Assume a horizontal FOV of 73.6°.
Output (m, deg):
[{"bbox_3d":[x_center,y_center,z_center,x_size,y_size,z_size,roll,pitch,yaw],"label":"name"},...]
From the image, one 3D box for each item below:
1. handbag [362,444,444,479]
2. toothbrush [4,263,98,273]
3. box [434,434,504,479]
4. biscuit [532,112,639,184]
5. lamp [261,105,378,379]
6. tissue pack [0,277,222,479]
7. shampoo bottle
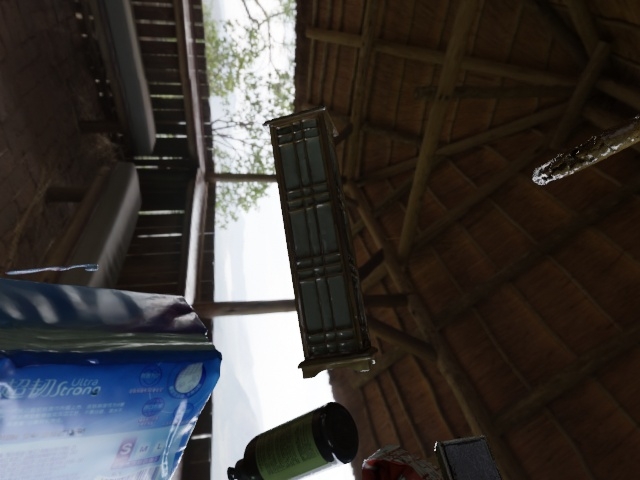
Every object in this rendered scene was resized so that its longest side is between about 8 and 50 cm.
[{"bbox_3d":[0.200,0.508,0.778,0.298,0.171,0.151,41,-82,32],"label":"handbag"},{"bbox_3d":[-0.649,0.070,1.040,0.013,0.193,0.019,-52,-132,49],"label":"toothbrush"},{"bbox_3d":[0.222,0.339,0.641,0.083,0.079,0.035,-102,-174,-47],"label":"box"},{"bbox_3d":[0.476,-0.160,0.745,0.042,0.226,0.226,62,-14,5],"label":"biscuit"},{"bbox_3d":[0.000,0.000,0.547,0.090,0.089,0.325,38,42,-73],"label":"lamp"},{"bbox_3d":[-0.254,0.146,0.383,0.146,0.263,0.198,38,-73,45],"label":"tissue pack"},{"bbox_3d":[-0.066,0.388,0.778,0.284,0.101,0.101,-34,-133,26],"label":"shampoo bottle"}]
